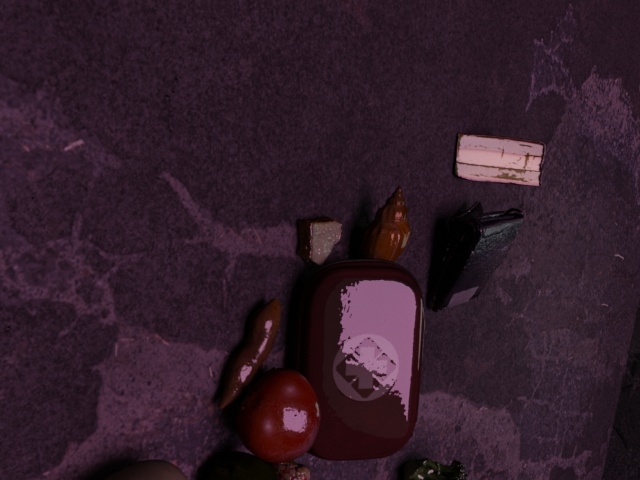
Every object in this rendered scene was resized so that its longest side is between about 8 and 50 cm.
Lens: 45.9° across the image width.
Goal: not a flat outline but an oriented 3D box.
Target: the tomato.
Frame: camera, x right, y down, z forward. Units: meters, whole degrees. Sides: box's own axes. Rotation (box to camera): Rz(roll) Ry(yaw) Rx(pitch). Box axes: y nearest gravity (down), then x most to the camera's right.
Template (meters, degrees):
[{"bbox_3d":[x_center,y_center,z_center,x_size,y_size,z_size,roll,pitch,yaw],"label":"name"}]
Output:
[{"bbox_3d":[-0.072,0.313,1.343,0.167,0.167,0.167,-13,108,-47],"label":"tomato"}]

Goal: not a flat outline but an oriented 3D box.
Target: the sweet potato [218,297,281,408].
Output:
[{"bbox_3d":[-0.123,0.204,1.351,0.065,0.051,0.218,43,67,-48],"label":"sweet potato"}]

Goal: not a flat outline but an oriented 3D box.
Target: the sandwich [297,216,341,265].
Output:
[{"bbox_3d":[0.000,0.000,1.458,0.105,0.036,0.093,-13,107,-48],"label":"sandwich"}]

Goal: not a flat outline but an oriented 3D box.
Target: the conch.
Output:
[{"bbox_3d":[0.109,0.042,1.555,0.093,0.109,0.330,18,105,-17],"label":"conch"}]

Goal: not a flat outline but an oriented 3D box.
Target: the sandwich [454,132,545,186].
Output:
[{"bbox_3d":[0.432,-0.196,1.824,0.187,0.144,0.117,0,96,-49],"label":"sandwich"}]

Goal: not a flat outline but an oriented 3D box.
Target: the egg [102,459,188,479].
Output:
[{"bbox_3d":[-0.284,0.446,1.117,0.253,0.189,0.188,-58,135,-32],"label":"egg"}]

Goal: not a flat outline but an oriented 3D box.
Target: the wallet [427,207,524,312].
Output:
[{"bbox_3d":[0.370,0.044,1.822,0.221,0.071,0.262,-12,130,-49],"label":"wallet"}]

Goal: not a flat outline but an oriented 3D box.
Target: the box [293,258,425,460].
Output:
[{"bbox_3d":[0.074,0.235,1.471,0.263,0.108,0.403,0,97,-16],"label":"box"}]

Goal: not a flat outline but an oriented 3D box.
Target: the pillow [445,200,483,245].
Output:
[{"bbox_3d":[0.349,-0.033,1.828,0.136,0.055,0.091,-28,150,-38],"label":"pillow"}]

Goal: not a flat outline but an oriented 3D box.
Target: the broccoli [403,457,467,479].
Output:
[{"bbox_3d":[0.263,0.600,1.795,0.195,0.195,0.156,-30,100,-41],"label":"broccoli"}]

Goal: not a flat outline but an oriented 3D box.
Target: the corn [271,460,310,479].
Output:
[{"bbox_3d":[-0.082,0.544,1.445,0.086,0.086,0.253,19,85,-49],"label":"corn"}]

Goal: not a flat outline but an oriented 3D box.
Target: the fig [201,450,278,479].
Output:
[{"bbox_3d":[-0.117,0.424,1.315,0.117,0.178,0.117,21,64,-54],"label":"fig"}]
